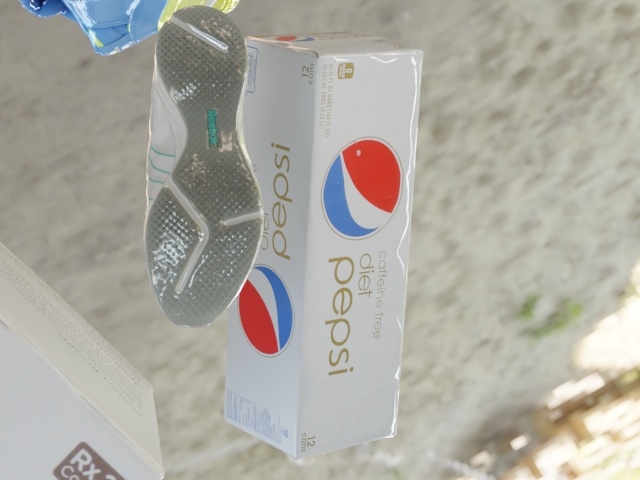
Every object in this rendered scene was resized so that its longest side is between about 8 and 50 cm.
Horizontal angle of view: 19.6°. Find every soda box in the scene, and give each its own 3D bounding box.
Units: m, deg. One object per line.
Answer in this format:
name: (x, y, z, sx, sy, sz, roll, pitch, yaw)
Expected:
soda box: (0.000, 0.000, 0.983, 0.074, 0.069, 0.216, -8, 109, -37)

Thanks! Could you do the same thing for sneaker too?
sneaker: (-0.055, -0.029, 0.859, 0.053, 0.152, 0.061, 4, 159, -10)
sneaker: (-0.150, -0.213, 1.120, 0.126, 0.240, 0.091, -32, 157, -1)

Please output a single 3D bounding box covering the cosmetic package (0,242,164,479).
cosmetic package: (-0.179, 0.092, 0.872, 0.151, 0.151, 0.184, -46, -171, 1)
